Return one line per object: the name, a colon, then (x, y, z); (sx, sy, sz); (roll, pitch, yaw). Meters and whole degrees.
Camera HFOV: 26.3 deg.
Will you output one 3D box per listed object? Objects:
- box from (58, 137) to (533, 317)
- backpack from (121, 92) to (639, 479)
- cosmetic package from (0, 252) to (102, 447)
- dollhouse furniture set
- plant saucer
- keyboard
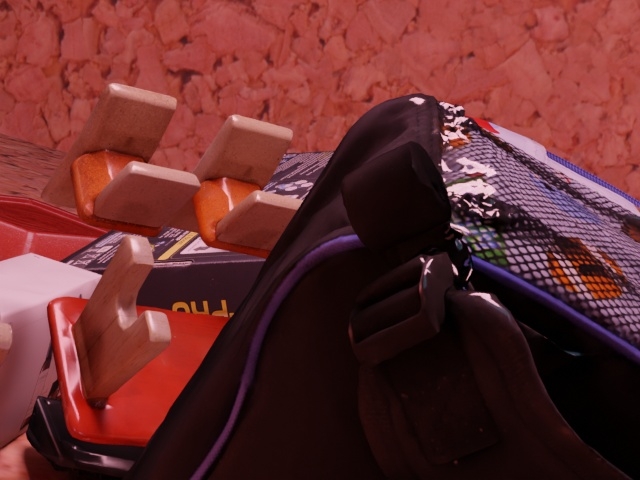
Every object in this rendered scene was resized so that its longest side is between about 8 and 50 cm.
box: (0.000, 0.000, 1.165); (0.318, 0.097, 0.395); (-5, 14, 19)
backpack: (0.074, 0.104, 0.460); (0.263, 0.276, 0.213); (30, 33, -4)
cosmetic package: (-0.200, 0.070, 0.839); (0.060, 0.099, 0.239); (15, 6, 4)
dollhouse furniture set: (-0.108, 0.062, 0.669); (0.259, 0.135, 0.262); (11, 46, -34)
plant saucer: (-0.331, -0.009, 1.540); (0.258, 0.048, 0.259); (18, 7, 31)
keyboard: (-0.029, 0.147, 0.866); (0.317, 0.033, 0.201); (16, 3, -18)
